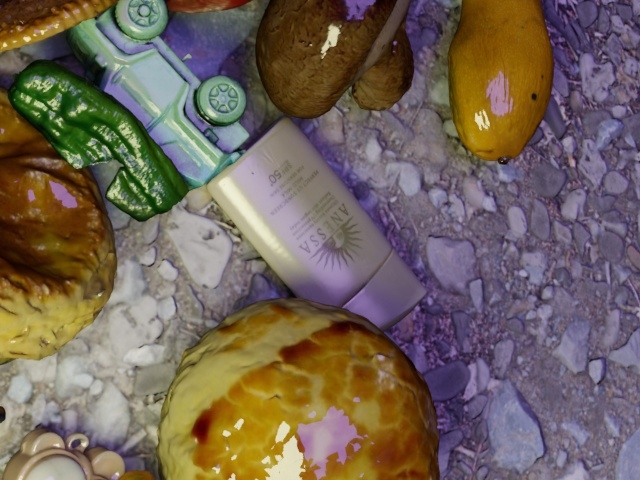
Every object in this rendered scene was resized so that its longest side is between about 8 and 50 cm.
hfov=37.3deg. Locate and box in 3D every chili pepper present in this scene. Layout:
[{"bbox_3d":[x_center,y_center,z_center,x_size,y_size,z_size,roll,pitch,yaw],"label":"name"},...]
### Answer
[{"bbox_3d":[-0.270,-0.127,1.171,0.099,0.083,0.253,-42,110,10],"label":"chili pepper"}]

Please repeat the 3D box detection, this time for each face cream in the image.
[{"bbox_3d":[0.000,0.000,1.388,0.173,0.081,0.348,-44,102,-24],"label":"face cream"}]

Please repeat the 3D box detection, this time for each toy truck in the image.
[{"bbox_3d":[-0.222,-0.200,1.270,0.279,0.155,0.156,46,74,-14],"label":"toy truck"}]

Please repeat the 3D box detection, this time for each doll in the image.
[{"bbox_3d":[-0.332,0.372,1.157,0.154,0.119,0.278,13,83,-38],"label":"doll"}]

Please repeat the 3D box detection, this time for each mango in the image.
[{"bbox_3d":[0.295,-0.297,1.543,0.187,0.144,0.359,17,73,-26],"label":"mango"}]

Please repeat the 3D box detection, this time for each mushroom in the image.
[{"bbox_3d":[0.035,-0.326,1.330,0.239,0.345,0.345,6,80,-4],"label":"mushroom"}]

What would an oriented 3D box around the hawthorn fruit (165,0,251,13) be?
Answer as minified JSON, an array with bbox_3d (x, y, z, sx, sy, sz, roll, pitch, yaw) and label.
[{"bbox_3d":[-0.160,-0.445,1.266,0.284,0.284,0.284,4,81,-26],"label":"hawthorn fruit"}]

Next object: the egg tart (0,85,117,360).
[{"bbox_3d":[-0.432,-0.038,1.074,0.443,0.178,0.443,43,24,-25],"label":"egg tart"}]

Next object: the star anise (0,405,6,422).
[{"bbox_3d":[-0.535,0.207,1.061,0.347,0.148,0.237,3,83,-16],"label":"star anise"}]

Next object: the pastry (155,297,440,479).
[{"bbox_3d":[-0.018,0.264,1.215,0.389,0.313,0.388,6,76,-24],"label":"pastry"}]

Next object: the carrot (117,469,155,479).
[{"bbox_3d":[-0.216,0.401,1.176,0.070,0.070,0.260,-14,118,-27],"label":"carrot"}]

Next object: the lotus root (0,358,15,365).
[{"bbox_3d":[-0.382,0.100,1.186,0.179,0.080,0.089,-28,97,-26],"label":"lotus root"}]

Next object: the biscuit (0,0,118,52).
[{"bbox_3d":[-0.346,-0.290,1.169,0.254,0.254,0.035,-35,122,-26],"label":"biscuit"}]
